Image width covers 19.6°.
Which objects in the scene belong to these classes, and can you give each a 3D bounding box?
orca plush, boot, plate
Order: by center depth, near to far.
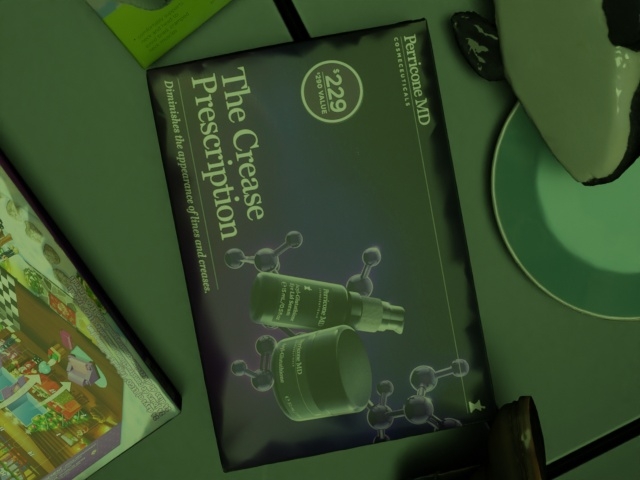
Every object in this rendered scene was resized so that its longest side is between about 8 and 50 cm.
[{"bbox_3d":[0.092,0.180,1.199,0.106,0.082,0.219,1,135,6],"label":"boot"},{"bbox_3d":[0.156,-0.182,1.209,0.151,0.102,0.287,-39,77,42],"label":"orca plush"},{"bbox_3d":[0.207,-0.040,1.251,0.188,0.024,0.188,0,95,-2],"label":"plate"}]

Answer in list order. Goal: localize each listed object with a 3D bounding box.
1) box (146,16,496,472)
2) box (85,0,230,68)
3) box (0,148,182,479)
[{"bbox_3d":[0.000,0.000,1.209,0.184,0.103,0.261,-11,96,-4],"label":"box"},{"bbox_3d":[-0.123,-0.204,1.164,0.109,0.042,0.178,-38,132,3],"label":"box"},{"bbox_3d":[-0.256,0.050,1.221,0.201,0.057,0.293,-35,96,0],"label":"box"}]
